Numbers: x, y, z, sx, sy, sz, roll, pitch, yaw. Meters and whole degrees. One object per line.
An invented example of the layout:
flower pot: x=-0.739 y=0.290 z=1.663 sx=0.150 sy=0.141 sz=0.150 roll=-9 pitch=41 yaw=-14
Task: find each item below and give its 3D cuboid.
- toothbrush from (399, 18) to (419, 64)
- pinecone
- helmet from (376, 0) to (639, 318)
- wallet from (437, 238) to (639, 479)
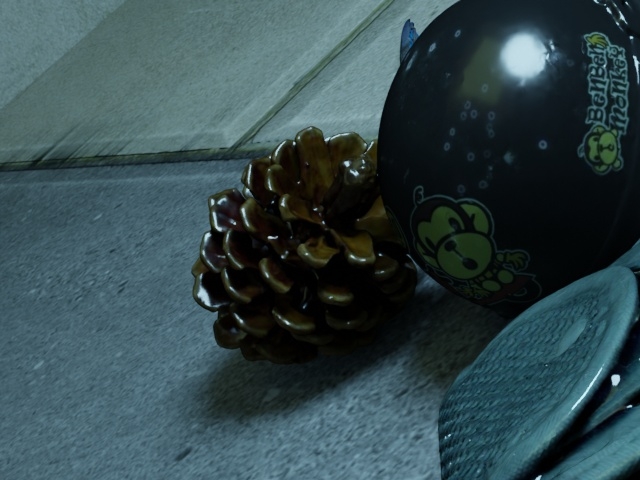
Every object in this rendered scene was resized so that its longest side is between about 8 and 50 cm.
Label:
toothbrush: x=0.092 y=-0.145 z=1.717 sx=0.042 sy=0.035 sz=0.413 roll=-31 pitch=21 yaw=19
pinecone: x=0.002 y=0.001 z=1.362 sx=0.212 sy=0.168 sz=0.186 roll=-40 pitch=33 yaw=41
helmet: x=0.127 y=-0.083 z=1.215 sx=0.230 sy=0.160 sz=0.279 roll=-25 pitch=60 yaw=61
wallet: x=0.160 y=0.073 z=0.967 sx=0.237 sy=0.075 sz=0.342 roll=-38 pitch=8 yaw=10
